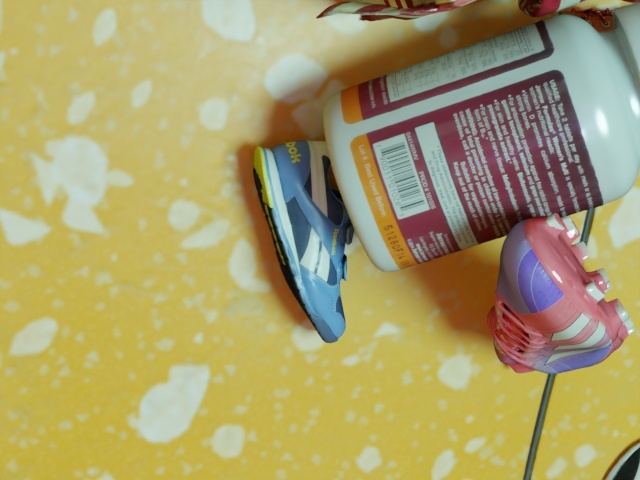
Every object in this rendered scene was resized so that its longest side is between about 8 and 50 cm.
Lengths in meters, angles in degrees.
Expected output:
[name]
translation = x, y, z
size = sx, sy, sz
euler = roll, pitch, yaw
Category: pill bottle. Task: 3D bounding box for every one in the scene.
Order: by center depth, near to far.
[pill bottle]
translation = 0.122, -0.068, 0.805
size = 0.221, 0.121, 0.121
euler = -18, 110, 10

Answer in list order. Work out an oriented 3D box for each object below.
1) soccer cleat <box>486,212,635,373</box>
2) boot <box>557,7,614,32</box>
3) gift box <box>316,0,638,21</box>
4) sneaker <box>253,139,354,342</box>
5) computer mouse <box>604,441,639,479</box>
[soccer cleat]
translation = 0.142, 0.047, 0.827
size = 0.095, 0.248, 0.083
euler = -31, 73, 11
[boot]
translation = 0.205, -0.137, 0.873
size = 0.158, 0.059, 0.084
euler = -43, 106, 1
[gift box]
translation = 0.091, -0.245, 0.718
size = 0.276, 0.255, 0.258
euler = -24, 100, -1
[sneaker]
translation = 0.000, 0.000, 0.859
size = 0.059, 0.053, 0.144
euler = -19, 110, -11
[computer mouse]
translation = 0.224, 0.239, 0.988
size = 0.106, 0.042, 0.193
euler = 27, 97, -19
